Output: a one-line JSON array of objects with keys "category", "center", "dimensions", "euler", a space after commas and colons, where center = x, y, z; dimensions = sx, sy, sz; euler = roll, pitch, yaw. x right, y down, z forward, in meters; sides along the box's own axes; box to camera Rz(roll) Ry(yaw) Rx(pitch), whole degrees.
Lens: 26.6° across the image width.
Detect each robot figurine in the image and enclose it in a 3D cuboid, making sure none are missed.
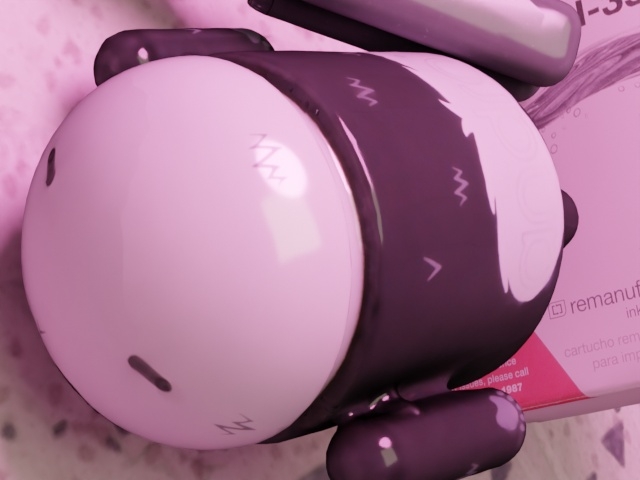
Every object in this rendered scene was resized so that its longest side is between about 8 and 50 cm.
[{"category": "robot figurine", "center": [-0.002, 0.000, 0.622], "dimensions": [0.278, 0.209, 0.173], "euler": [-9, 110, -48]}]

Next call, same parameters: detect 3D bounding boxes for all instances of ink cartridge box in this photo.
[{"category": "ink cartridge box", "center": [0.149, -0.050, 0.765], "dimensions": [0.117, 0.207, 0.283], "euler": [6, 71, -47]}]

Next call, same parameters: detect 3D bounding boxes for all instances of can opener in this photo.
[{"category": "can opener", "center": [-0.002, -0.149, 0.665], "dimensions": [0.280, 0.074, 0.093], "euler": [23, 81, -10]}]
